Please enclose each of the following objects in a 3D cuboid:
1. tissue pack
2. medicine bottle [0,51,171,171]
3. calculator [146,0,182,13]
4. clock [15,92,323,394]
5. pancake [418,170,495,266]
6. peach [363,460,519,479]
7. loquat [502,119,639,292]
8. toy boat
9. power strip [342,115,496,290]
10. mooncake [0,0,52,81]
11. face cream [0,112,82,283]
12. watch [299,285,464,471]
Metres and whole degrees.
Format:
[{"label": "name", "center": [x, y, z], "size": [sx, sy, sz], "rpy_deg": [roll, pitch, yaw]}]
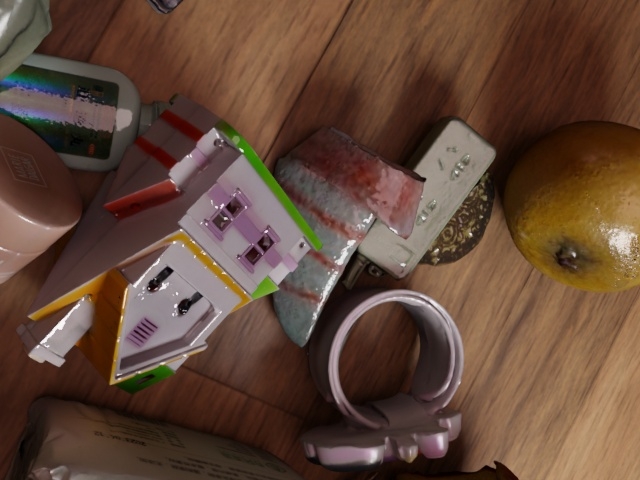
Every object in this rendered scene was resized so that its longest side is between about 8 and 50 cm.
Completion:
[{"label": "tissue pack", "center": [-0.187, 0.331, 0.781], "size": [0.356, 0.266, 0.194], "rpy_deg": [23, 83, -25]}, {"label": "medicine bottle", "center": [-0.278, -0.143, 0.766], "size": [0.228, 0.083, 0.121], "rpy_deg": [7, 100, -25]}, {"label": "calculator", "center": [-0.154, -0.419, 0.811], "size": [0.262, 0.021, 0.161], "rpy_deg": [-47, 112, -11]}, {"label": "clock", "center": [-0.185, 0.027, 0.763], "size": [0.309, 0.166, 0.235], "rpy_deg": [-49, 141, -10]}, {"label": "pancake", "center": [0.181, -0.049, 1.018], "size": [0.190, 0.020, 0.184], "rpy_deg": [30, 86, -26]}, {"label": "peach", "center": [0.158, 0.474, 0.881], "size": [0.416, 0.339, 0.353], "rpy_deg": [31, 46, -47]}, {"label": "loquat", "center": [0.406, -0.047, 0.987], "size": [0.262, 0.263, 0.263], "rpy_deg": [-4, 100, -23]}, {"label": "toy boat", "center": [0.000, 0.000, 0.901], "size": [0.206, 0.096, 0.282], "rpy_deg": [29, 102, 9]}, {"label": "power strip", "center": [0.130, -0.040, 0.955], "size": [0.093, 0.053, 0.288], "rpy_deg": [36, 91, -16]}, {"label": "mooncake", "center": [-0.401, -0.233, 0.625], "size": [0.250, 0.136, 0.254], "rpy_deg": [-42, 83, -8]}, {"label": "face cream", "center": [-0.330, -0.042, 0.666], "size": [0.104, 0.149, 0.149], "rpy_deg": [-36, 113, 14]}, {"label": "watch", "center": [0.080, 0.183, 0.924], "size": [0.244, 0.196, 0.232], "rpy_deg": [-6, 94, -19]}]
